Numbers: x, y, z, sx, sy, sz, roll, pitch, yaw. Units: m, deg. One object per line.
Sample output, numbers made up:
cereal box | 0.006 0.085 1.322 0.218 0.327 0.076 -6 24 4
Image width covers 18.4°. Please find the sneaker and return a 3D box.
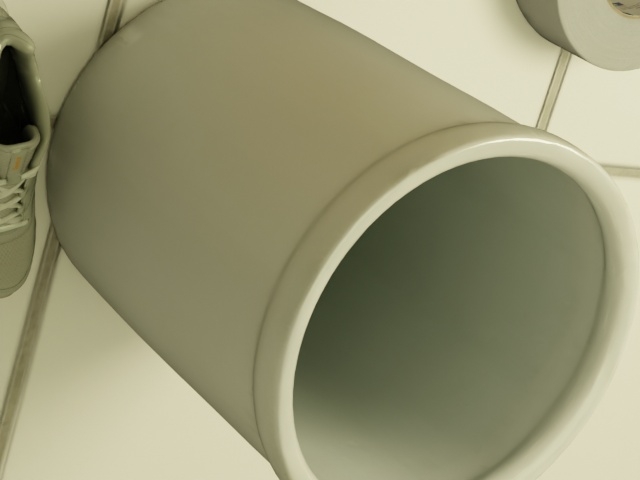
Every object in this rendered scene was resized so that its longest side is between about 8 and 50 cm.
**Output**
sneaker | -0.253 -0.059 1.506 0.099 0.121 0.262 -19 124 -26

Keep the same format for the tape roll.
tape roll | 0.281 -0.270 1.818 0.219 0.072 0.219 -17 123 -29

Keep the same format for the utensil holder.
utensil holder | 0.000 0.000 1.547 0.327 0.385 0.328 -18 124 -29
